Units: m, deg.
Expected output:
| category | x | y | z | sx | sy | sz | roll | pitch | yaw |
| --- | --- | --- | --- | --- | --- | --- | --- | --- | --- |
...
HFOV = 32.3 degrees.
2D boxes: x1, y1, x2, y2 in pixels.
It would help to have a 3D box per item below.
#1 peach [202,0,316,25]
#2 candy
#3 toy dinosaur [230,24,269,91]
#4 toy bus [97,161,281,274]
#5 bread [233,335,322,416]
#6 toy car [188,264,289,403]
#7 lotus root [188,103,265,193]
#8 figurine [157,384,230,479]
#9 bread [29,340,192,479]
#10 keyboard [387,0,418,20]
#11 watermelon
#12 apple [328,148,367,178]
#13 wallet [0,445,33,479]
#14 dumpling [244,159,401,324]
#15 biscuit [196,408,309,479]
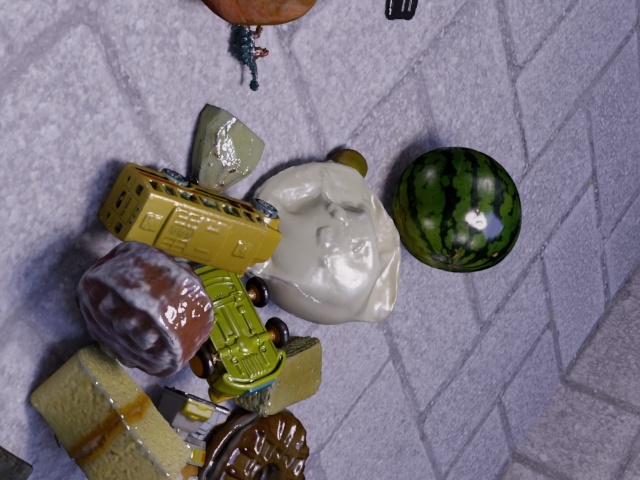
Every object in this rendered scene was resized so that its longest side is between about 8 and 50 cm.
| category | x | y | z | sx | sy | sz | roll | pitch | yaw |
| --- | --- | --- | --- | --- | --- | --- | --- | --- | --- |
| peach | -0.082 | -0.436 | 1.765 | 0.235 | 0.214 | 0.214 | 5 | 104 | -62 |
| candy | -0.277 | 0.108 | 1.750 | 0.157 | 0.214 | 0.289 | -47 | -177 | -27 |
| toy dinosaur | -0.124 | -0.328 | 1.903 | 0.055 | 0.049 | 0.154 | -40 | 132 | -39 |
| toy bus | -0.199 | -0.026 | 1.853 | 0.335 | 0.123 | 0.121 | 18 | 108 | -42 |
| bread | -0.082 | 0.270 | 2.256 | 0.196 | 0.102 | 0.138 | -16 | 124 | -53 |
| toy car | -0.179 | 0.170 | 1.982 | 0.200 | 0.248 | 0.142 | -14 | 162 | -39 |
| lotus root | -0.164 | -0.145 | 1.932 | 0.143 | 0.070 | 0.144 | 25 | 88 | -56 |
| figurine | -0.280 | 0.412 | 2.018 | 0.308 | 0.143 | 0.308 | -33 | 135 | -42 |
| bread | -0.336 | 0.302 | 1.805 | 0.178 | 0.266 | 0.142 | -41 | -178 | -22 |
| keyboard | 0.183 | -0.574 | 2.227 | 0.106 | 0.016 | 0.262 | -13 | 119 | -51 |
| watermelon | 0.296 | -0.067 | 2.425 | 0.285 | 0.285 | 0.285 | -31 | 132 | -42 |
| apple | 0.053 | -0.141 | 2.238 | 0.089 | 0.074 | 0.089 | -49 | 164 | -20 |
| wallet | -0.583 | 0.455 | 1.705 | 0.317 | 0.044 | 0.169 | -56 | 146 | -16 |
| dumpling | 0.000 | 0.000 | 2.147 | 0.395 | 0.233 | 0.316 | 18 | 75 | -32 |
| biscuit | -0.149 | 0.497 | 2.290 | 0.332 | 0.103 | 0.332 | -32 | 132 | -43 |
